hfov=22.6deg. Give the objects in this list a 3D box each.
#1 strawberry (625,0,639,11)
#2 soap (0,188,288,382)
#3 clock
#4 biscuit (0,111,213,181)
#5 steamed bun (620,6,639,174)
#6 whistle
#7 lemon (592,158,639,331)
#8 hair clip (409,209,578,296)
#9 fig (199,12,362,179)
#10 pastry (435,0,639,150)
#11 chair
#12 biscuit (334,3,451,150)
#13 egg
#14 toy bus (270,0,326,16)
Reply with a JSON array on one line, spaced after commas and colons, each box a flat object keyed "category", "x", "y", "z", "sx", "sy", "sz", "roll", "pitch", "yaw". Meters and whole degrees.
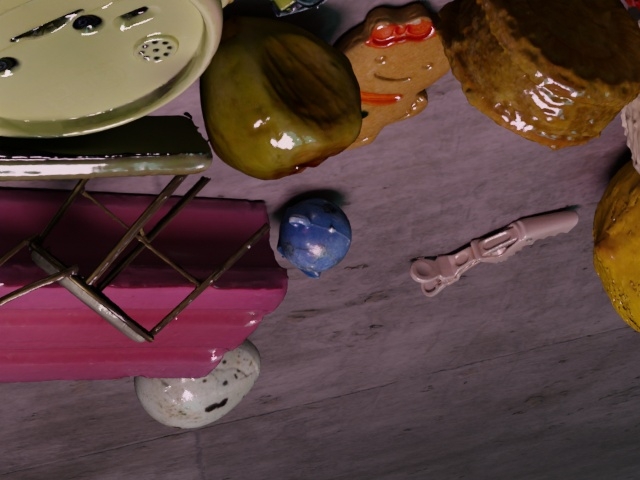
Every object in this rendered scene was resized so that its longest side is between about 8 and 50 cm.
[{"category": "strawberry", "x": 0.340, "y": -0.277, "z": 1.218, "sx": 0.274, "sy": 0.274, "sz": 0.220, "roll": -19, "pitch": -175, "yaw": 6}, {"category": "soap", "x": -0.243, "y": 0.059, "z": 1.734, "sx": 0.359, "sy": 0.128, "sz": 0.233, "roll": 2, "pitch": 148, "yaw": -34}, {"category": "clock", "x": -0.205, "y": -0.187, "z": 1.253, "sx": 0.286, "sy": 0.117, "sz": 0.348, "roll": -22, "pitch": 155, "yaw": 13}, {"category": "biscuit", "x": -0.251, "y": -0.077, "z": 1.357, "sx": 0.322, "sy": 0.099, "sz": 0.038, "roll": -4, "pitch": 117, "yaw": -24}, {"category": "steamed bun", "x": 0.442, "y": -0.190, "z": 1.504, "sx": 0.312, "sy": 0.233, "sz": 0.334, "roll": -8, "pitch": 162, "yaw": -24}, {"category": "whistle", "x": 0.000, "y": 0.000, "z": 1.810, "sx": 0.090, "sy": 0.090, "sz": 0.158, "roll": -22, "pitch": 154, "yaw": 14}, {"category": "lemon", "x": 0.465, "y": -0.002, "z": 1.877, "sx": 0.310, "sy": 0.258, "sz": 0.258, "roll": -16, "pitch": 156, "yaw": -12}, {"category": "hair clip", "x": 0.214, "y": 0.008, "z": 2.014, "sx": 0.226, "sy": 0.034, "sz": 0.072, "roll": -26, "pitch": 153, "yaw": 19}, {"category": "fig", "x": -0.042, "y": -0.132, "z": 1.457, "sx": 0.144, "sy": 0.154, "sz": 0.165, "roll": -55, "pitch": 139, "yaw": -15}, {"category": "pastry", "x": 0.203, "y": -0.176, "z": 1.447, "sx": 0.189, "sy": 0.188, "sz": 0.103, "roll": 1, "pitch": 144, "yaw": -33}, {"category": "chair", "x": -0.221, "y": 0.042, "z": 1.503, "sx": 0.325, "sy": 0.160, "sz": 0.170, "roll": -50, "pitch": 133, "yaw": -7}, {"category": "biscuit", "x": 0.052, "y": -0.154, "z": 1.577, "sx": 0.166, "sy": 0.036, "sz": 0.225, "roll": 6, "pitch": 147, "yaw": -37}, {"category": "egg", "x": -0.153, "y": 0.167, "z": 2.018, "sx": 0.164, "sy": 0.131, "sz": 0.131, "roll": -22, "pitch": 157, "yaw": -12}, {"category": "toy bus", "x": 0.028, "y": -0.257, "z": 1.264, "sx": 0.175, "sy": 0.101, "sz": 0.088, "roll": -30, "pitch": 180, "yaw": 26}]
